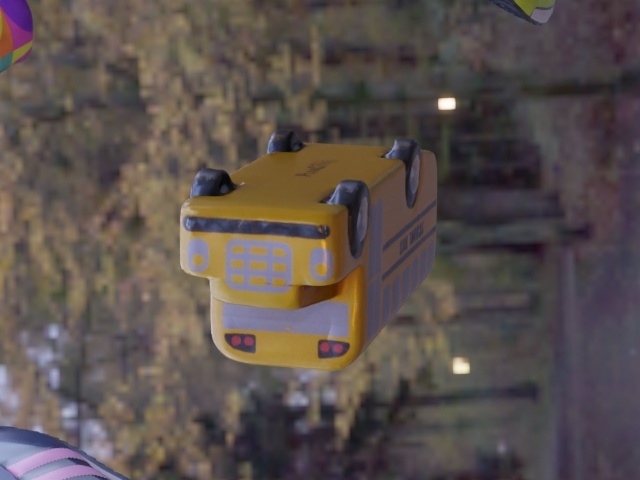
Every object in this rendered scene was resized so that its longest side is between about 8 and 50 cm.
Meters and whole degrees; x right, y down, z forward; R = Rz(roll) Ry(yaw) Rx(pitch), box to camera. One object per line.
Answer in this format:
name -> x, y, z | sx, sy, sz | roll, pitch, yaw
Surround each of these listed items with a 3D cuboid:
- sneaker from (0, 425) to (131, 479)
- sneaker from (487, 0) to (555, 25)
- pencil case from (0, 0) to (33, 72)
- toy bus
sneaker -> -0.227, 0.230, 1.514 | 0.131, 0.319, 0.112 | -1, -76, -57
sneaker -> 0.159, -0.251, 1.388 | 0.121, 0.111, 0.300 | -68, -9, 28
pencil case -> -0.309, -0.125, 1.279 | 0.104, 0.236, 0.104 | 40, 149, 30
toy bus -> 0.000, 0.000, 1.284 | 0.332, 0.108, 0.130 | -40, -47, -72
